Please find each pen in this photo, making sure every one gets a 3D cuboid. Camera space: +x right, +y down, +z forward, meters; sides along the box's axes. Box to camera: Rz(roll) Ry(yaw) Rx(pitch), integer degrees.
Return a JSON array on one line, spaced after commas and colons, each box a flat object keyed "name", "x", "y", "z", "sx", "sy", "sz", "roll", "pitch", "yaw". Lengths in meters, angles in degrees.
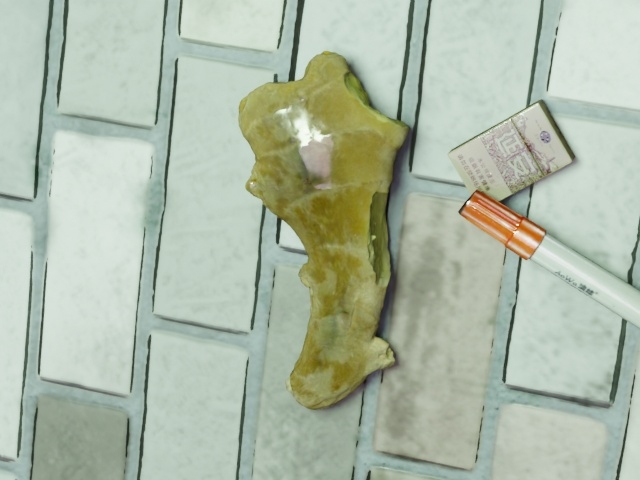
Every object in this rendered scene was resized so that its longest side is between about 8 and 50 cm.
[{"name": "pen", "x": 0.211, "y": 0.033, "z": 1.342, "sx": 0.239, "sy": 0.028, "sz": 0.028, "roll": 32, "pitch": 110, "yaw": 0}]

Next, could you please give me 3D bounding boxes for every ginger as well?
[{"name": "ginger", "x": 0.000, "y": 0.000, "z": 1.384, "sx": 0.131, "sy": 0.086, "sz": 0.294, "roll": 0, "pitch": 109, "yaw": -6}]

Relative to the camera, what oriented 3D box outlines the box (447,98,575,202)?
[{"name": "box", "x": 0.146, "y": -0.065, "z": 1.352, "sx": 0.083, "sy": 0.024, "sz": 0.053, "roll": -30, "pitch": 94, "yaw": 22}]
